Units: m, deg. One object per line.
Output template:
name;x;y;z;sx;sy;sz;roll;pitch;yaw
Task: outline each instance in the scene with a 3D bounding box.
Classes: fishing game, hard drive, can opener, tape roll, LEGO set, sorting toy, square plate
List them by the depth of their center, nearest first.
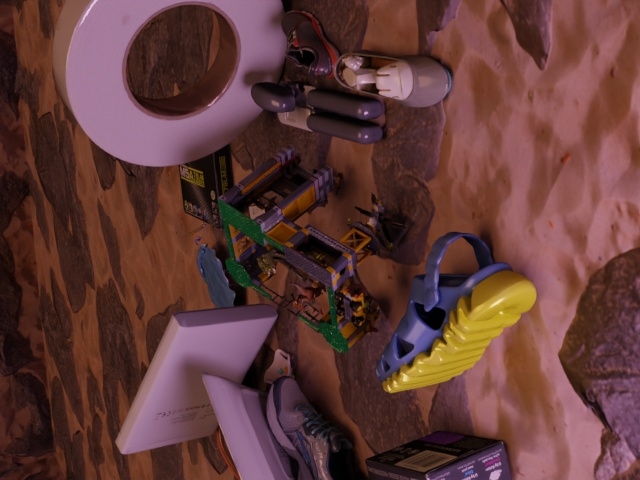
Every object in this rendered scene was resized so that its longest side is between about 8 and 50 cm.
can opener;-0.008;-0.201;1.415;0.280;0.093;0.074;22;120;50
LEGO set;0.000;0.000;1.438;0.331;0.192;0.255;26;145;37
tape roll;-0.236;-0.302;1.452;0.072;0.392;0.392;48;140;41
square plate;-0.086;0.415;1.695;0.344;0.049;0.347;64;-173;21
sorting toy;-0.073;0.255;1.772;0.083;0.045;0.075;18;110;58
hard drive;-0.250;0.276;1.795;0.047;0.233;0.353;50;126;33
fishing game;-0.217;0.091;1.951;0.264;0.041;0.189;67;158;4

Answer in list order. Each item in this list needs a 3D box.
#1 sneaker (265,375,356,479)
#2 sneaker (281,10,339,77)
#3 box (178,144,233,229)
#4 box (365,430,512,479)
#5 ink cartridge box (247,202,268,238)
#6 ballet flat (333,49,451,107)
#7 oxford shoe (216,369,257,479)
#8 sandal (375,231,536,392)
sneaker;0.001;0.367;1.654;0.122;0.110;0.283;-43;65;37
sneaker;-0.030;-0.313;1.419;0.158;0.065;0.061;51;143;36
box;-0.243;-0.132;1.891;0.191;0.045;0.184;24;125;54
box;0.188;0.428;1.282;0.165;0.143;0.270;-11;93;61
ink cartridge box;-0.114;-0.038;1.722;0.115;0.029;0.062;-3;99;59
ballet flat;0.091;-0.222;1.245;0.213;0.068;0.072;26;124;54
oxford shoe;-0.168;0.396;1.942;0.098;0.097;0.271;-14;90;55
sandal;0.165;0.100;1.219;0.317;0.126;0.138;-54;52;44
